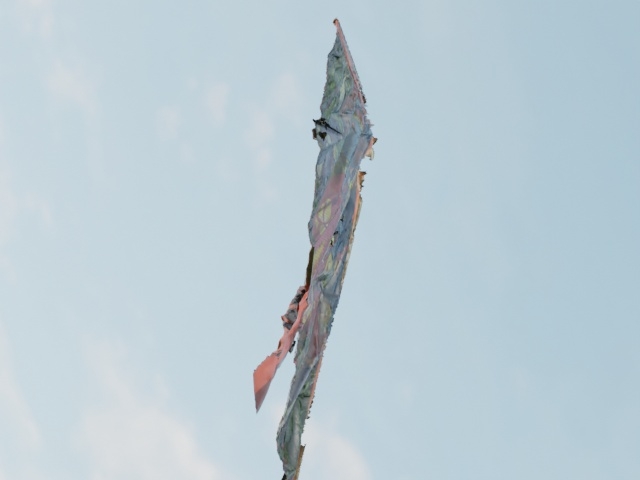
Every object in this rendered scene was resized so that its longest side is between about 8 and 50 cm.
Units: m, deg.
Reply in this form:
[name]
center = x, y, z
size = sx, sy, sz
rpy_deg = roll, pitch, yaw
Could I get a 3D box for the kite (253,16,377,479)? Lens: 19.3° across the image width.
[kite]
center = -0.001, 0.000, 0.707
size = 0.009, 0.189, 0.232
rpy_deg = 12, -54, 8
